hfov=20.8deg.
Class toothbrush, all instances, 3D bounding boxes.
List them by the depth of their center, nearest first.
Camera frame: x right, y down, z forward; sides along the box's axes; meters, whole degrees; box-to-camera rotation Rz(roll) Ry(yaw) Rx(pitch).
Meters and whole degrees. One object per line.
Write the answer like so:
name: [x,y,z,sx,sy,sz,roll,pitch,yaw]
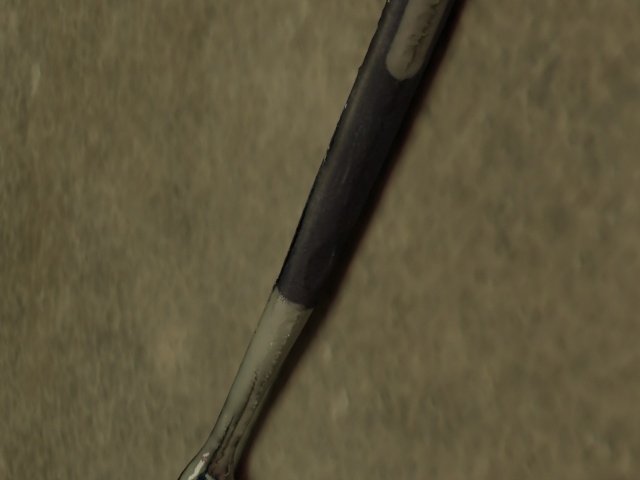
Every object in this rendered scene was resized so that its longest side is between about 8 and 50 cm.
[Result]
toothbrush: [0.000,0.000,0.529,0.026,0.024,0.288,55,133,42]
